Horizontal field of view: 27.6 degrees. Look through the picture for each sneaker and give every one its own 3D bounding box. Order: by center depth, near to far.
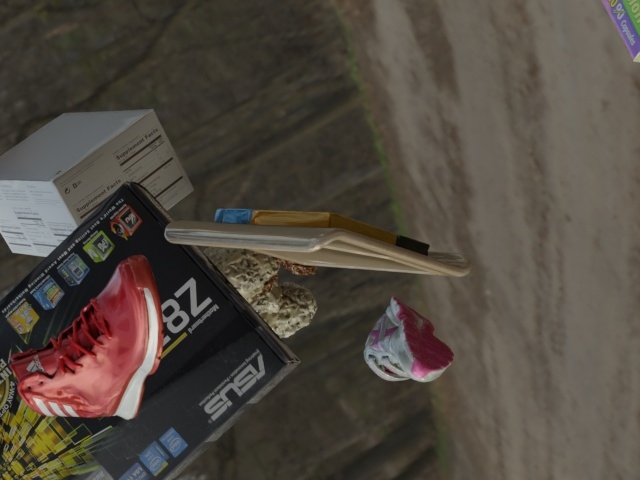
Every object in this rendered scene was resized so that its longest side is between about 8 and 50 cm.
[{"bbox_3d":[-0.228,0.106,1.248,0.221,0.128,0.087,106,149,-41],"label":"sneaker"},{"bbox_3d":[0.132,0.181,2.064,0.103,0.111,0.252,35,-172,-10],"label":"sneaker"}]

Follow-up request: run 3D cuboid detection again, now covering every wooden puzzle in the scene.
[{"bbox_3d":[0.000,0.000,1.304,0.239,0.221,0.044,10,-95,-48],"label":"wooden puzzle"}]

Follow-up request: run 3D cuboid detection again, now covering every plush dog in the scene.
[{"bbox_3d":[-0.134,0.065,1.928,0.210,0.262,0.225,59,153,10],"label":"plush dog"}]

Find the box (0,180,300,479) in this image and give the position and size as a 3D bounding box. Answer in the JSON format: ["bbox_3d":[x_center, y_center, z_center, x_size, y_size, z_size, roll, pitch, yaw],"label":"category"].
[{"bbox_3d":[-0.275,0.171,1.662,0.318,0.395,0.097,48,-178,9],"label":"box"}]

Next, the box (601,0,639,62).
[{"bbox_3d":[0.383,-0.273,1.261,0.117,0.243,0.213,-52,46,42],"label":"box"}]

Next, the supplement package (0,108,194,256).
[{"bbox_3d":[-0.364,-0.087,1.975,0.262,0.204,0.145,5,128,49],"label":"supplement package"}]
